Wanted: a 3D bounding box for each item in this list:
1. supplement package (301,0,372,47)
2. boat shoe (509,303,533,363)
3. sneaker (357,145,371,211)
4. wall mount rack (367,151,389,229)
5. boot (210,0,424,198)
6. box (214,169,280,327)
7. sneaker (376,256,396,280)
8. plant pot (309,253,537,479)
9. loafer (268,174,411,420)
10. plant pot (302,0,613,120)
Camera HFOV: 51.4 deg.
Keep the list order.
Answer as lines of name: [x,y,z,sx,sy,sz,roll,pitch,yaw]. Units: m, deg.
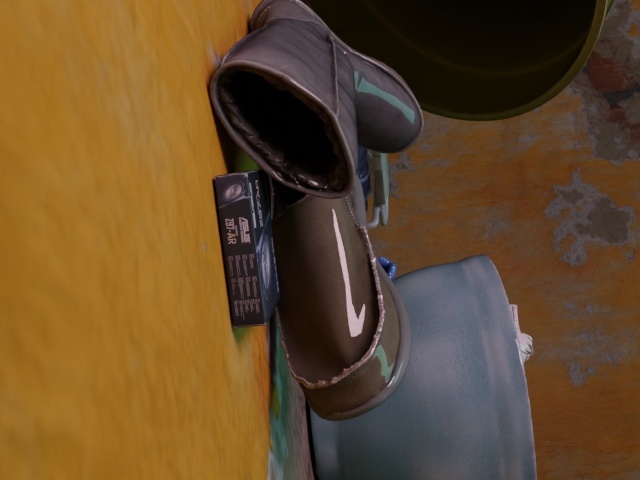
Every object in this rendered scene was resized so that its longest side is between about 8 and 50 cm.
supplement package: [0.020,-0.248,0.926,0.179,0.105,0.105,75,8,-67]
boat shoe: [0.200,0.106,0.677,0.035,0.035,0.100,80,6,-46]
sneaker: [0.005,-0.117,0.757,0.226,0.086,0.164,-104,-167,-57]
wall mount rack: [0.054,-0.198,1.207,0.350,0.130,0.304,79,11,-46]
boot: [0.013,-0.091,0.469,0.076,0.189,0.209,-51,-158,19]
box: [-0.041,0.002,0.384,0.067,0.018,0.084,-63,147,-83]
sneaker: [0.021,0.034,0.588,0.135,0.052,0.058,-3,127,-54]
plant pot: [0.091,0.169,0.700,0.293,0.196,0.293,-5,90,-86]
loafer: [-0.007,0.012,0.484,0.087,0.094,0.251,46,20,-40]
plant pot: [0.199,-0.382,0.716,0.353,0.366,0.367,-49,151,-25]
